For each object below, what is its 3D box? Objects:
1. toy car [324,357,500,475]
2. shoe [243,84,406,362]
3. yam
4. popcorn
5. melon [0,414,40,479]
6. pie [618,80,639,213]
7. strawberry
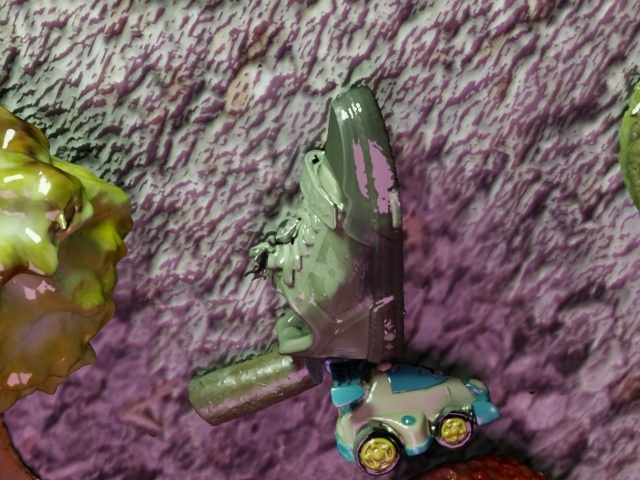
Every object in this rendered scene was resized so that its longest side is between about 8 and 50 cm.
[{"bbox_3d":[0.084,0.152,1.772,0.161,0.126,0.098,-18,109,3],"label":"toy car"},{"bbox_3d":[-0.001,-0.001,1.688,0.149,0.109,0.293,-8,123,-2],"label":"shoe"},{"bbox_3d":[-0.063,0.142,1.803,0.132,0.054,0.054,-22,117,11],"label":"yam"},{"bbox_3d":[-0.338,0.027,1.609,0.312,0.312,0.312,0,119,0],"label":"popcorn"},{"bbox_3d":[-0.339,0.251,1.876,0.098,0.054,0.182,-27,117,-2],"label":"melon"},{"bbox_3d":[0.410,-0.086,1.668,0.277,0.078,0.277,2,117,5],"label":"pie"},{"bbox_3d":[0.173,0.271,1.834,0.175,0.107,0.236,5,160,31],"label":"strawberry"}]
